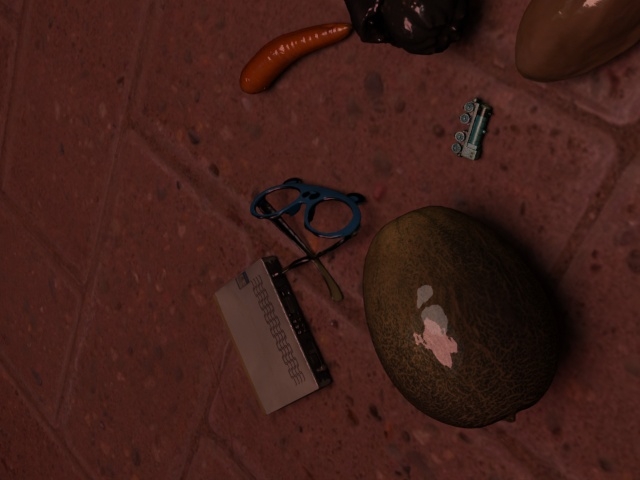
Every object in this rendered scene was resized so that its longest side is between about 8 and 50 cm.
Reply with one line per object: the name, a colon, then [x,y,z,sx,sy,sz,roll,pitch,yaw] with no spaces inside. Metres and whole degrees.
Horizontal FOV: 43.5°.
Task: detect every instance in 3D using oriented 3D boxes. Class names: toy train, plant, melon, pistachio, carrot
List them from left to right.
carrot: [-0.054,-0.329,1.394,0.271,0.062,0.066,-27,48,39]
plant: [0.119,-0.370,1.167,0.256,0.142,0.164,57,131,33]
melon: [0.189,0.105,1.131,0.248,0.249,0.329,-46,60,39]
toy train: [0.225,-0.164,1.188,0.045,0.029,0.092,27,115,28]
pistachio: [0.334,-0.285,0.999,0.226,0.136,0.135,-43,69,46]

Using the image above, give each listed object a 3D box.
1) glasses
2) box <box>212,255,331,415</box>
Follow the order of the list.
glasses: [-0.025,0.007,1.404,0.239,0.102,0.206,14,108,40]
box: [-0.096,0.184,1.549,0.211,0.045,0.270,-37,74,41]
